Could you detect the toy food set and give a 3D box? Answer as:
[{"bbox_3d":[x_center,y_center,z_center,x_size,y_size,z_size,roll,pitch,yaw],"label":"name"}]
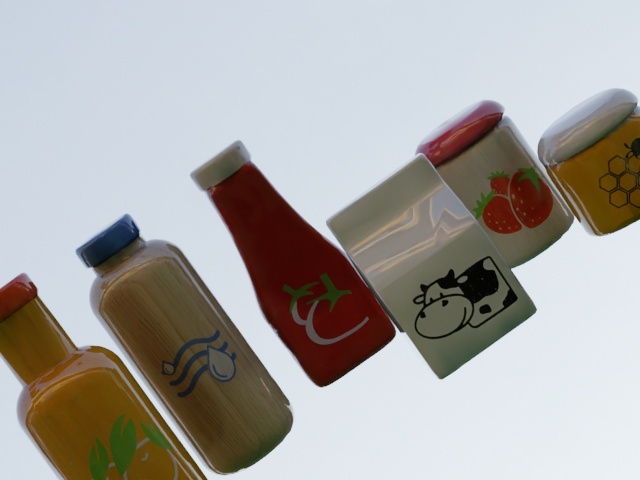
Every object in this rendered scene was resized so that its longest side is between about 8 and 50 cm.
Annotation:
[{"bbox_3d":[0.000,0.000,0.540,0.232,0.111,0.104,-35,-82,0],"label":"toy food set"}]
